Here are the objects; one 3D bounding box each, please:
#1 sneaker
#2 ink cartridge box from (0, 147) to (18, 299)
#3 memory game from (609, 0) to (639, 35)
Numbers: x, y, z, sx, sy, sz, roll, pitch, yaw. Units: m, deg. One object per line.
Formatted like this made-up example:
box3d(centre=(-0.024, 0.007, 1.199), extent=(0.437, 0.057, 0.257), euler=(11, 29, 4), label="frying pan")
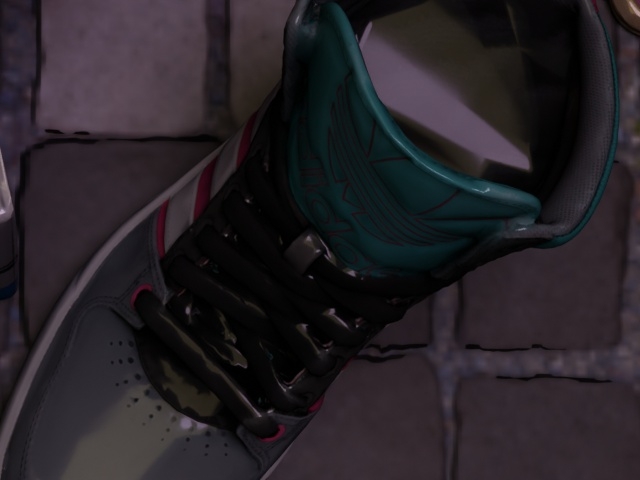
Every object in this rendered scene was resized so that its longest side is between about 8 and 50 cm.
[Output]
box3d(centre=(0.000, 0.000, 0.618), extent=(0.124, 0.178, 0.295), euler=(40, 77, -2), label="sneaker")
box3d(centre=(-0.177, -0.017, 0.578), extent=(0.148, 0.203, 0.086), euler=(-11, 83, -11), label="ink cartridge box")
box3d(centre=(0.176, -0.163, 0.759), extent=(0.186, 0.012, 0.186), euler=(1, 81, -9), label="memory game")
